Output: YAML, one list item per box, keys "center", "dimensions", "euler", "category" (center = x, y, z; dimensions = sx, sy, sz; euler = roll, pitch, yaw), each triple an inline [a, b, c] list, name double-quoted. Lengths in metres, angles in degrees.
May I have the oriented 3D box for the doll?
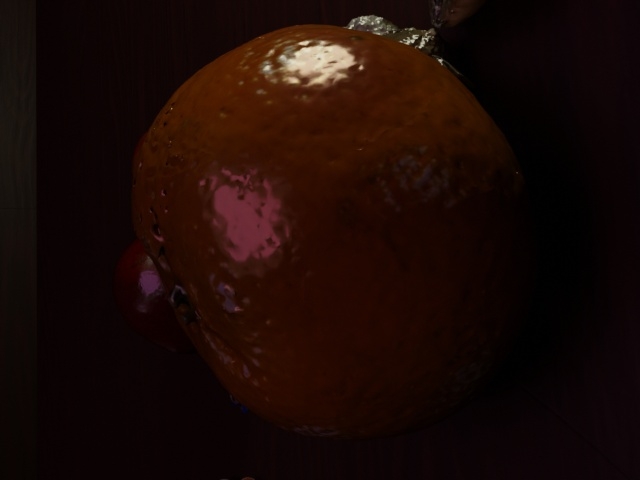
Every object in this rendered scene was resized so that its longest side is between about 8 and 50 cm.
- center: [0.100, -0.199, 0.807]
  dimensions: [0.221, 0.105, 0.115]
  euler: [22, 140, 48]
  category: "doll"

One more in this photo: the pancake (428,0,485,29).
- center: [0.145, -0.364, 0.720]
  dimensions: [0.282, 0.049, 0.282]
  euler: [-178, 90, -83]
  category: "pancake"

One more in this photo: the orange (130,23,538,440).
- center: [0.000, 0.000, 0.702]
  dimensions: [0.424, 0.326, 0.424]
  euler: [33, 136, 39]
  category: "orange"

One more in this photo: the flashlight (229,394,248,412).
- center: [-0.134, 0.226, 1.172]
  dimensions: [0.057, 0.035, 0.121]
  euler: [16, 101, 55]
  category: "flashlight"

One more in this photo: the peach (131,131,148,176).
- center: [-0.234, -0.129, 1.215]
  dimensions: [0.192, 0.190, 0.190]
  euler: [48, 126, 50]
  category: "peach"

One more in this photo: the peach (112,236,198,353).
- center: [-0.243, 0.085, 1.197]
  dimensions: [0.243, 0.199, 0.243]
  euler: [19, 116, 43]
  category: "peach"

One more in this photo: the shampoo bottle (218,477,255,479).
- center: [-0.165, 0.465, 1.186]
  dimensions: [0.221, 0.051, 0.108]
  euler: [-53, 45, 40]
  category: "shampoo bottle"
